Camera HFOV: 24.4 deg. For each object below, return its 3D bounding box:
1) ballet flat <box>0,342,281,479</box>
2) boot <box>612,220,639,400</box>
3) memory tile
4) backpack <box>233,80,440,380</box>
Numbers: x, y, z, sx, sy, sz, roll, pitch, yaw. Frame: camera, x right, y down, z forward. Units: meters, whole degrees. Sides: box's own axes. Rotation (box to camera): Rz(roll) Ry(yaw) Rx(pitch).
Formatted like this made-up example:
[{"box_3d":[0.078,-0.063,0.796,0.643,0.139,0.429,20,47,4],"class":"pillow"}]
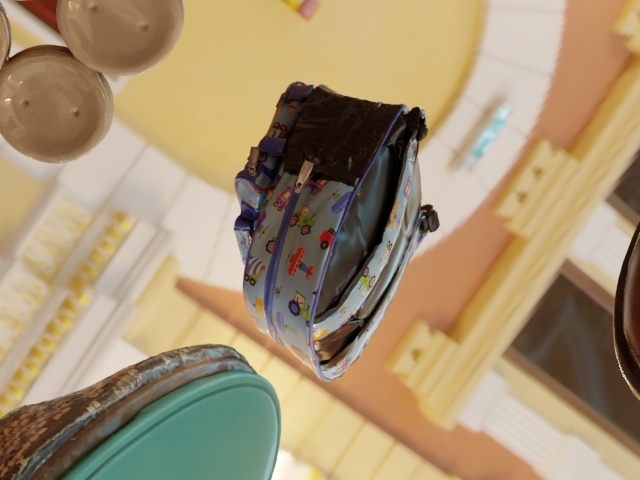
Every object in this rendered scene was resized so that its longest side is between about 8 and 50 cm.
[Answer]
[{"box_3d":[-0.180,0.201,0.669,0.182,0.164,0.483,4,-144,20],"class":"ballet flat"},{"box_3d":[0.159,-0.088,0.289,0.264,0.280,0.096,-35,-116,-4],"class":"boot"},{"box_3d":[-0.102,-0.098,0.421,0.113,0.148,0.012,-49,-166,23],"class":"memory tile"},{"box_3d":[0.000,0.000,1.011,0.116,0.158,0.173,16,-117,17],"class":"backpack"}]
